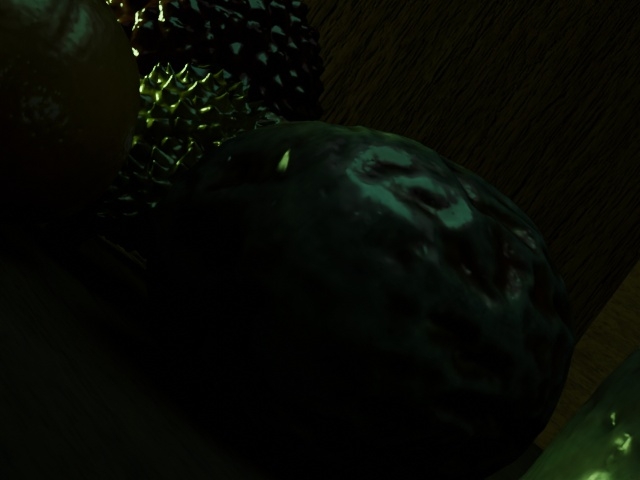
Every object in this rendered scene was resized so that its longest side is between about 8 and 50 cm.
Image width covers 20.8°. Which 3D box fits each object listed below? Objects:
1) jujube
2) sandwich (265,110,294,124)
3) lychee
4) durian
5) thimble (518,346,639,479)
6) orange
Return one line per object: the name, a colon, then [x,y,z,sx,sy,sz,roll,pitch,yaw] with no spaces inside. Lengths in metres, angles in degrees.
jujube: [0.029,0.039,1.116,0.246,0.215,0.308,41,7,26]
sandwich: [0.000,0.000,1.434,0.258,0.096,0.094,59,37,-19]
lychee: [-0.133,-0.124,1.568,0.276,0.304,0.275,27,35,-20]
durian: [-0.085,-0.063,1.284,0.237,0.137,0.193,3,-10,3]
thimble: [0.206,0.191,0.777,0.291,0.195,0.291,36,-1,0]
orange: [-0.218,-0.117,1.130,0.240,0.171,0.240,37,2,-1]
